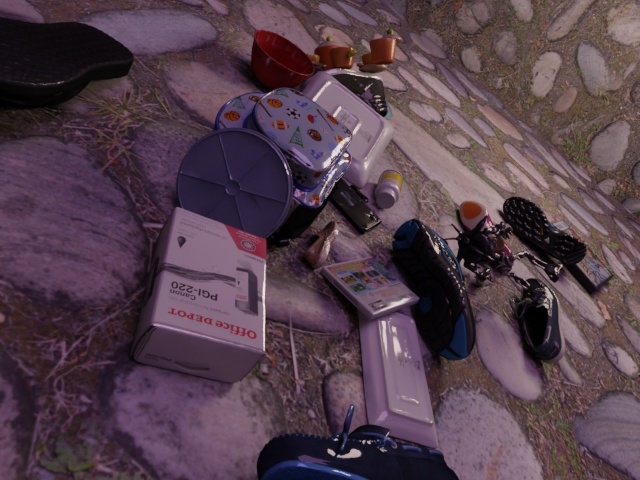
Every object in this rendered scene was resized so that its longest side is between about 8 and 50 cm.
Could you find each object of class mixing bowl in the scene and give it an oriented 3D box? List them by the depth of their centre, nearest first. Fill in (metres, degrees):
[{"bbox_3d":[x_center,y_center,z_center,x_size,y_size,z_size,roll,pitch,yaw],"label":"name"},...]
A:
[{"bbox_3d":[-0.118,-0.470,1.323,0.181,0.098,0.181,24,40,-21],"label":"mixing bowl"}]

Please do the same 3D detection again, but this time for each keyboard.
[{"bbox_3d":[0.069,-0.097,1.161,0.180,0.023,0.108,49,43,11],"label":"keyboard"}]

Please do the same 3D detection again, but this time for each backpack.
[{"bbox_3d":[-0.086,-0.165,0.947,0.263,0.213,0.276,32,37,2],"label":"backpack"}]

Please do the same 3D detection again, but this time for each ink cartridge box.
[{"bbox_3d":[-0.165,0.075,0.704,0.158,0.092,0.218,21,42,-25],"label":"ink cartridge box"}]

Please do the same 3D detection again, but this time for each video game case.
[{"bbox_3d":[0.099,0.088,0.960,0.157,0.019,0.143,-9,42,-46],"label":"video game case"},{"bbox_3d":[0.917,0.050,1.759,0.248,0.035,0.275,-10,59,-48],"label":"video game case"}]

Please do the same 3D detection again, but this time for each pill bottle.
[{"bbox_3d":[0.174,-0.130,1.253,0.065,0.065,0.116,35,37,-8],"label":"pill bottle"}]

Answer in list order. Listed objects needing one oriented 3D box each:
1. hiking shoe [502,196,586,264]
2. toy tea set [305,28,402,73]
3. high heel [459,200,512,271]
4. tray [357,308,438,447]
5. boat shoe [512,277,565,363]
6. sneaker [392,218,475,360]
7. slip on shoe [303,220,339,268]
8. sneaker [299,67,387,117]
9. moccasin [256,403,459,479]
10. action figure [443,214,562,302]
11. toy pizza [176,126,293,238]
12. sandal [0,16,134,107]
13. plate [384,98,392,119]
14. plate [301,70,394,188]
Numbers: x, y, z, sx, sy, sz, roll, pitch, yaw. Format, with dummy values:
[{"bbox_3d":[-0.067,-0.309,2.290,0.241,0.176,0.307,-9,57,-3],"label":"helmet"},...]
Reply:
[{"bbox_3d":[0.732,-0.024,1.639,0.304,0.113,0.132,46,5,19],"label":"hiking shoe"},{"bbox_3d":[0.087,-0.565,1.448,0.200,0.336,0.124,-16,106,-62],"label":"toy tea set"},{"bbox_3d":[0.483,-0.017,1.426,0.117,0.082,0.244,53,6,-41],"label":"high heel"},{"bbox_3d":[0.140,0.221,0.877,0.145,0.030,0.270,24,38,-23],"label":"tray"},{"bbox_3d":[0.542,0.185,1.230,0.079,0.095,0.254,38,43,-23],"label":"boat shoe"},{"bbox_3d":[0.269,0.097,1.046,0.139,0.125,0.341,21,42,-32],"label":"sneaker"},{"bbox_3d":[0.000,0.000,0.972,0.041,0.051,0.135,36,43,-10],"label":"slip on shoe"},{"bbox_3d":[0.086,-0.414,1.446,0.296,0.104,0.147,-10,76,-32],"label":"sneaker"},{"bbox_3d":[0.055,0.307,0.648,0.342,0.138,0.117,34,29,-33],"label":"moccasin"},{"bbox_3d":[0.439,0.041,1.220,0.276,0.164,0.141,31,14,11],"label":"action figure"},{"bbox_3d":[-0.144,-0.089,0.829,0.201,0.201,0.032,42,7,2],"label":"toy pizza"},{"bbox_3d":[-0.469,-0.287,0.827,0.167,0.107,0.446,36,23,-4],"label":"sandal"},{"bbox_3d":[0.177,-0.485,1.670,0.188,0.024,0.188,24,40,-22],"label":"plate"},{"bbox_3d":[0.058,-0.308,1.291,0.278,0.045,0.277,37,52,-8],"label":"plate"}]
